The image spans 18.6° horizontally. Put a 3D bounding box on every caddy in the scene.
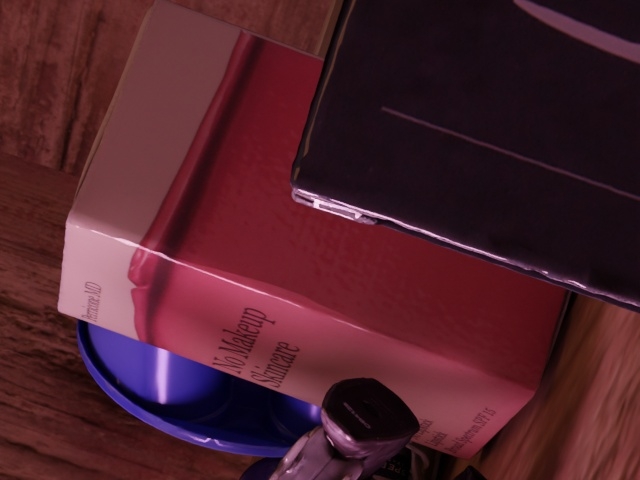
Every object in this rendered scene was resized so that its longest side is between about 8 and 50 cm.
[{"bbox_3d":[-0.027,0.005,1.288,0.341,0.241,0.179,-79,-1,-56],"label":"caddy"}]

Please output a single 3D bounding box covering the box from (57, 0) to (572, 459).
[{"bbox_3d":[0.000,0.000,0.963,0.148,0.232,0.127,114,176,-69],"label":"box"}]

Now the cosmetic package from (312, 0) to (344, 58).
[{"bbox_3d":[0.043,-0.067,1.581,0.129,0.153,0.296,114,176,-58],"label":"cosmetic package"}]

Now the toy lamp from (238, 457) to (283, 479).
[{"bbox_3d":[0.003,0.141,1.301,0.274,0.080,0.080,-54,-14,-61],"label":"toy lamp"}]

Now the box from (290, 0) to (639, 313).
[{"bbox_3d":[0.097,-0.090,0.393,0.108,0.153,0.207,-76,6,-70],"label":"box"}]

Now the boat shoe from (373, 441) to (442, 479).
[{"bbox_3d":[0.038,0.129,1.122,0.081,0.079,0.227,-112,35,-76],"label":"boat shoe"}]

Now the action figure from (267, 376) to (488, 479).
[{"bbox_3d":[-0.049,0.186,0.845,0.285,0.185,0.099,-47,2,15],"label":"action figure"}]
